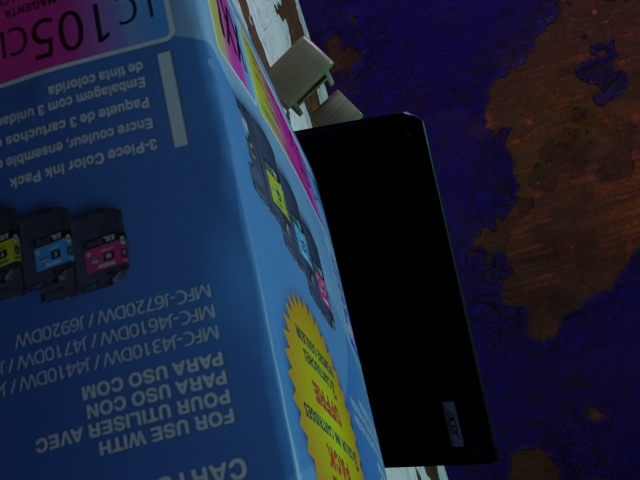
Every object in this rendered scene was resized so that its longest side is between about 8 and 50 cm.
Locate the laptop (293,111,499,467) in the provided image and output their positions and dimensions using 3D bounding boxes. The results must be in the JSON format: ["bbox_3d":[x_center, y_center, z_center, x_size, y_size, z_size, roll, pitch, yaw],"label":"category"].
[{"bbox_3d":[-0.007,0.027,0.823,0.264,0.136,0.234,-143,-142,-73],"label":"laptop"}]

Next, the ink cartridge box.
[{"bbox_3d":[-0.056,0.101,0.527,0.270,0.151,0.395,61,16,-63],"label":"ink cartridge box"}]

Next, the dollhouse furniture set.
[{"bbox_3d":[-0.009,-0.057,0.951,0.182,0.161,0.101,45,-1,15],"label":"dollhouse furniture set"}]
